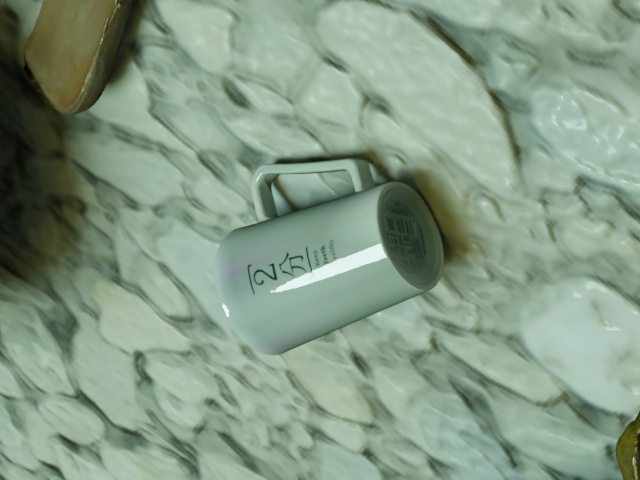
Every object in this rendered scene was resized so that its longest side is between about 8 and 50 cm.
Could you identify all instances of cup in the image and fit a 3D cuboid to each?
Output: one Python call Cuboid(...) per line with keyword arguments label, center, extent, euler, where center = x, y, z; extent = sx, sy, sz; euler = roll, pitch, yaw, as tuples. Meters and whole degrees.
Cuboid(label="cup", center=(0.000, 0.000, 0.689), extent=(0.116, 0.074, 0.104), euler=(-22, 75, 35))

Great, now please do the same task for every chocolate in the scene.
Cuboid(label="chocolate", center=(-0.135, -0.123, 0.716), extent=(0.064, 0.031, 0.101), euler=(47, 129, 23))

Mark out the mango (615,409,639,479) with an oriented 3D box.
Cuboid(label="mango", center=(0.274, 0.079, 0.501), extent=(0.287, 0.152, 0.201), euler=(25, 128, 19))
